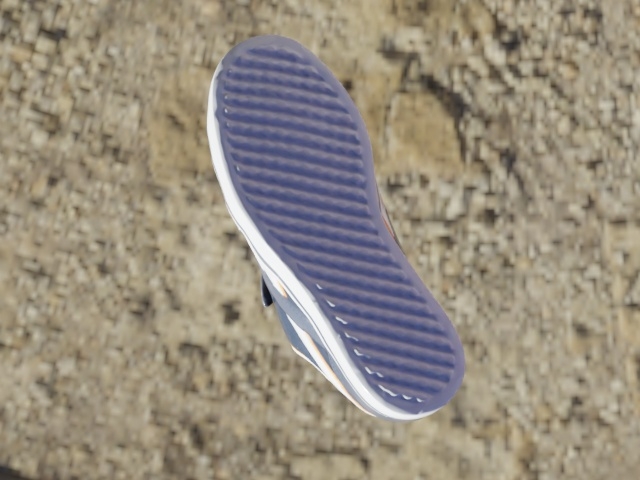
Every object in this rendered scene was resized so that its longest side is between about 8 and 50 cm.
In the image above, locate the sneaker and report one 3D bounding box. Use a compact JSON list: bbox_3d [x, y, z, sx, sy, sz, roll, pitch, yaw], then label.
[{"bbox_3d":[0.000,0.000,1.410,0.126,0.321,0.127,-23,172,-12],"label":"sneaker"}]
